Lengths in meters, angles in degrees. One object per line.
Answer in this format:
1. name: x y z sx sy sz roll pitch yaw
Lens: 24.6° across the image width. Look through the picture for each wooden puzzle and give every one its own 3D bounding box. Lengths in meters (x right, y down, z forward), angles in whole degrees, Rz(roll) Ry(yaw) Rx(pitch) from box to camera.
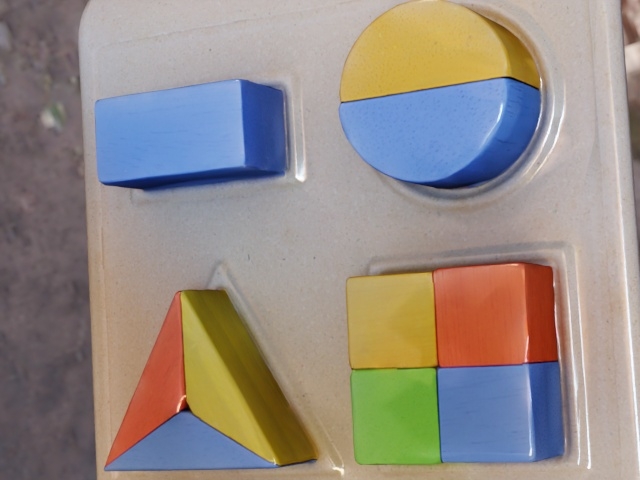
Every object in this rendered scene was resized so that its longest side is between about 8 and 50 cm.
1. wooden puzzle: 0.000 0.000 0.763 0.080 0.322 0.348 15 72 -61
